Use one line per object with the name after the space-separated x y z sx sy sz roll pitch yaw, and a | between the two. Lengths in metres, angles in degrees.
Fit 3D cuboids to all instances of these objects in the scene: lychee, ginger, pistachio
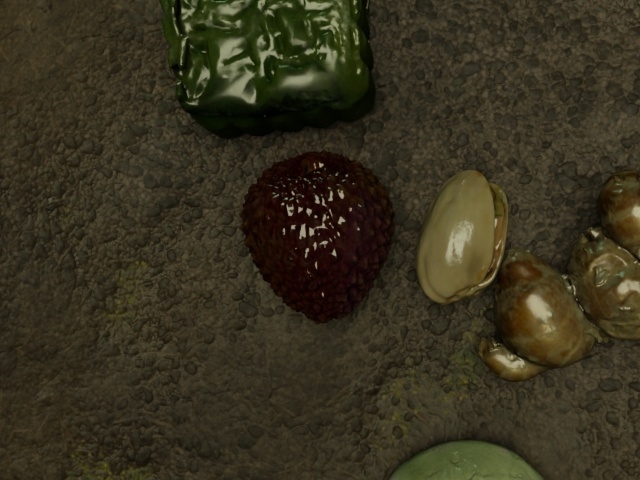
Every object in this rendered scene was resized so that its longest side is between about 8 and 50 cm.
0.000 0.000 1.337 0.271 0.271 0.272 -1 86 9 | lychee
0.397 0.078 1.296 0.375 0.176 0.256 -36 105 16 | ginger
0.222 -0.001 1.350 0.143 0.144 0.215 16 82 9 | pistachio

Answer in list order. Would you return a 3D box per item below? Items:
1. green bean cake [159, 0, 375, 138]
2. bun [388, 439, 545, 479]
-0.077 -0.347 1.373 0.319 0.218 0.335 -11 87 8 | green bean cake
0.226 0.454 1.293 0.293 0.187 0.293 -1 87 11 | bun
